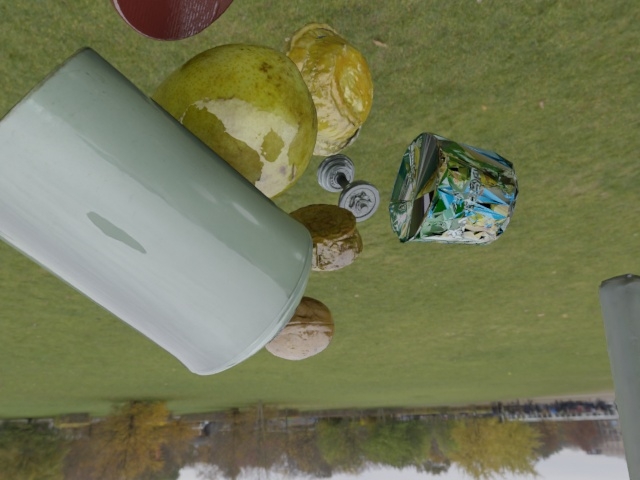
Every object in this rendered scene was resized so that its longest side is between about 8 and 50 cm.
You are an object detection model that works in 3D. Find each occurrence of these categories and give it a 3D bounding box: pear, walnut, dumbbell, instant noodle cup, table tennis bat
[{"bbox_3d":[-0.152,-0.225,0.833,0.304,0.303,0.304,-2,158,-1],"label":"pear"},{"bbox_3d":[-0.063,0.227,1.154,0.207,0.167,0.167,2,158,-28],"label":"walnut"},{"bbox_3d":[0.109,-0.225,1.833,0.179,0.406,0.179,-10,126,-14],"label":"dumbbell"},{"bbox_3d":[0.266,-0.091,0.892,0.178,0.240,0.240,10,155,-11],"label":"instant noodle cup"},{"bbox_3d":[-0.202,-0.491,0.795,0.415,0.051,0.268,-37,166,-48],"label":"table tennis bat"}]

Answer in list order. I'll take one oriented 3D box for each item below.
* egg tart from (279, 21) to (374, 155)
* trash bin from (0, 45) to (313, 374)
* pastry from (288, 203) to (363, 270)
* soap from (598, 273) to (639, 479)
[{"bbox_3d":[0.031,-0.437,1.272,0.169,0.387,0.388,6,168,43],"label":"egg tart"},{"bbox_3d":[-0.214,-0.012,0.613,0.280,0.280,0.432,-21,128,38],"label":"trash bin"},{"bbox_3d":[0.000,0.000,1.264,0.240,0.235,0.132,13,128,29],"label":"pastry"},{"bbox_3d":[0.487,0.272,0.477,0.350,0.435,0.213,24,151,-38],"label":"soap"}]
